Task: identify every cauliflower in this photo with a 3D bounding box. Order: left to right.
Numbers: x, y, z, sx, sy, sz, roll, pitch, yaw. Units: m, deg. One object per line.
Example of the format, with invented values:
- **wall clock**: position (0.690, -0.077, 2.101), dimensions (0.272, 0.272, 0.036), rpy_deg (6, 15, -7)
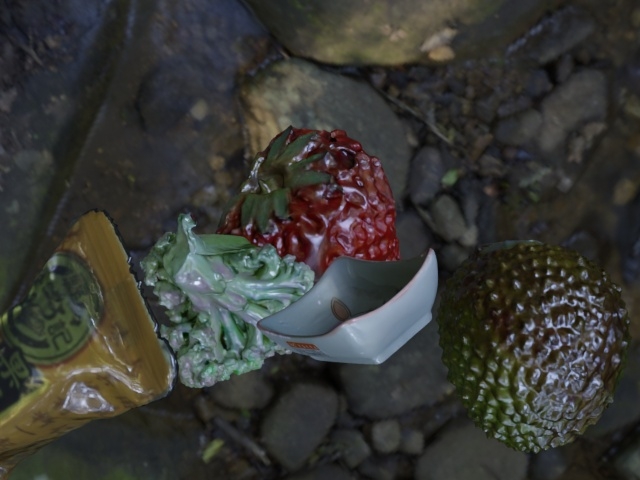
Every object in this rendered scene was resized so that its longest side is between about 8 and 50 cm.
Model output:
- **cauliflower**: position (-0.153, 0.060, 1.570), dimensions (0.239, 0.256, 0.315), rpy_deg (-41, 147, -5)

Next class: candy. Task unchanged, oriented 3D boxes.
- **candy**: position (-0.206, 0.093, 0.797), dimensions (0.271, 0.143, 0.101), rpy_deg (-35, 164, 33)

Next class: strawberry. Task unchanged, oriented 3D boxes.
- **strawberry**: position (0.000, 0.000, 1.933), dimensions (0.295, 0.318, 0.345), rpy_deg (-16, 136, 23)

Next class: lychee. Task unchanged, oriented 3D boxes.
- **lychee**: position (0.167, 0.086, 0.892), dimensions (0.171, 0.171, 0.171), rpy_deg (-15, 125, -23)

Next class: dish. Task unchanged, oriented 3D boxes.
- **dish**: position (0.041, 0.084, 1.273), dimensions (0.151, 0.212, 0.077), rpy_deg (-39, 106, -26)
